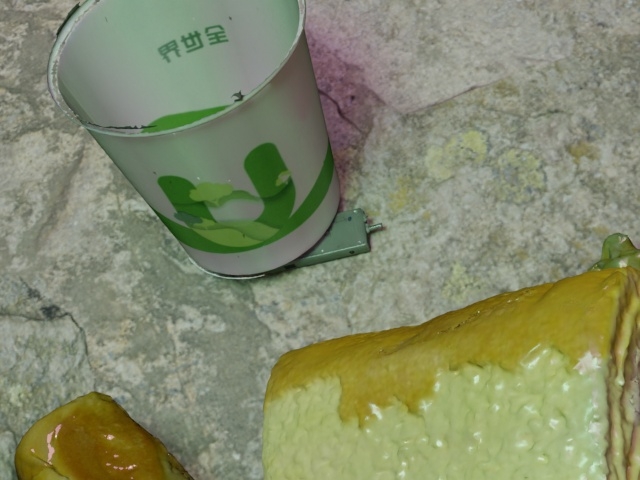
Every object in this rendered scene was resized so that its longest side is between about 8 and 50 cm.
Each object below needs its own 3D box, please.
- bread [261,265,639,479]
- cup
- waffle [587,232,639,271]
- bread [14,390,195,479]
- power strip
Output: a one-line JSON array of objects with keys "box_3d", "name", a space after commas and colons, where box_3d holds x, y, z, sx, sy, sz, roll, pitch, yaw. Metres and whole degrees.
[{"box_3d": [0.119, 0.166, 1.051, 0.375, 0.165, 0.236, -21, 56, 39], "name": "bread"}, {"box_3d": [-0.105, -0.117, 1.255, 0.253, 0.274, 0.253, -9, 51, 11], "name": "cup"}, {"box_3d": [0.306, 0.145, 1.122, 0.297, 0.073, 0.317, 32, 79, 30], "name": "waffle"}, {"box_3d": [-0.156, 0.282, 1.137, 0.132, 0.166, 0.294, -28, 54, -27], "name": "bread"}, {"box_3d": [0.000, 0.000, 1.321, 0.136, 0.019, 0.051, -14, 58, 9], "name": "power strip"}]
